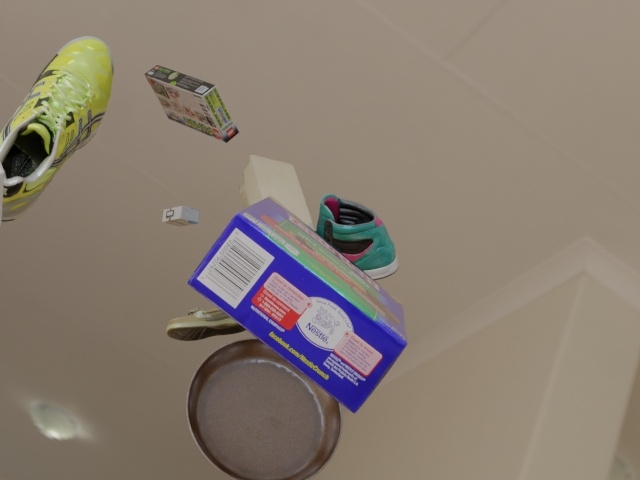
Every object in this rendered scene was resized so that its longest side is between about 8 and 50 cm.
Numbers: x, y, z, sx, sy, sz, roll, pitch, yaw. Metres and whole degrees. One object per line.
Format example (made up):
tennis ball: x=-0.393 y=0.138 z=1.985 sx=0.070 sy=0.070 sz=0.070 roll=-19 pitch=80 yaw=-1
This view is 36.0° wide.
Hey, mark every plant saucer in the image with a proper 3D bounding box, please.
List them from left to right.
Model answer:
plant saucer: x=-0.110 y=0.337 z=1.901 sx=0.310 sy=0.311 sz=0.050 roll=28 pitch=-38 yaw=0

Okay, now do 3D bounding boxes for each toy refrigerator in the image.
toy refrigerator: x=-0.095 y=-0.063 z=2.007 sx=0.102 sy=0.269 sz=0.094 roll=12 pitch=-61 yaw=-20

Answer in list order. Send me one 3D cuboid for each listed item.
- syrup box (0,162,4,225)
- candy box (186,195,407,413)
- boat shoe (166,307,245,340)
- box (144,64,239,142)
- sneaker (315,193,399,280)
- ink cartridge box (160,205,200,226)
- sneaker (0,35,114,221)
syrup box: x=-0.574 y=-0.070 z=1.382 sx=0.096 sy=0.236 sz=0.093 roll=48 pitch=-46 yaw=44
candy box: x=-0.018 y=0.073 z=1.337 sx=0.268 sy=0.122 sz=0.317 roll=38 pitch=6 yaw=-1
boat shoe: x=-0.176 y=0.123 z=1.545 sx=0.153 sy=0.048 sz=0.056 roll=-5 pitch=-25 yaw=-34
box: x=-0.249 y=-0.264 z=1.887 sx=0.207 sy=0.036 sz=0.114 roll=26 pitch=-29 yaw=44
sneaker: x=0.000 y=0.000 z=1.978 sx=0.295 sy=0.124 sz=0.178 roll=-9 pitch=-62 yaw=5
ink cartridge box: x=-0.294 y=-0.049 z=2.038 sx=0.048 sy=0.028 sz=0.083 roll=16 pitch=-16 yaw=-40
sneaker: x=-0.464 y=-0.203 z=1.726 sx=0.145 sy=0.385 sz=0.147 roll=32 pitch=-24 yaw=-19
